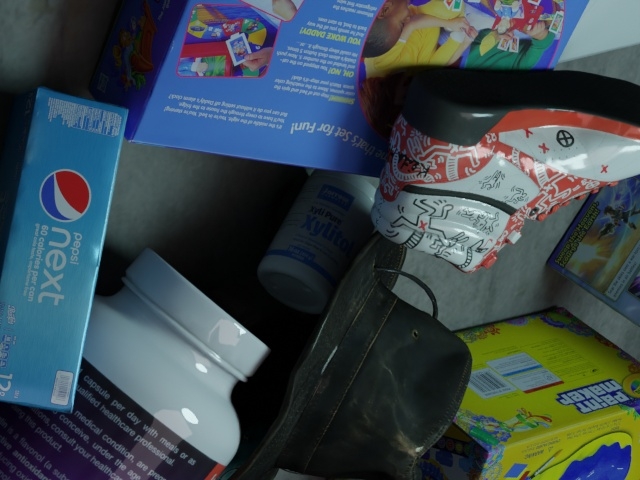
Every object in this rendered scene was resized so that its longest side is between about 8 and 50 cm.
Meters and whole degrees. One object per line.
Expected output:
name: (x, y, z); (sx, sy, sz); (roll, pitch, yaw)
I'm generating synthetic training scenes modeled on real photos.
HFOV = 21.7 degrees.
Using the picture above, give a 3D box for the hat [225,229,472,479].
hat: (0.043, 0.135, 1.377); (0.331, 0.134, 0.331); (-56, 173, -11)

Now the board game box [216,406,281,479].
board game box: (-0.121, 0.214, 1.469); (0.186, 0.026, 0.126); (-15, 128, -38)

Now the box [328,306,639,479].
box: (0.168, 0.246, 1.667); (0.290, 0.177, 0.279); (-10, 126, -41)

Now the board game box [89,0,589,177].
board game box: (0.031, -0.168, 1.232); (0.347, 0.078, 0.233); (7, 119, -38)

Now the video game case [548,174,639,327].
video game case: (0.392, -0.024, 1.633); (0.061, 0.244, 0.269); (24, 100, -52)

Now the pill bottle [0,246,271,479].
pill bottle: (-0.185, 0.168, 1.244); (0.323, 0.181, 0.181); (-50, 142, -3)

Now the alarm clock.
alarm clock: (-0.080, 0.110, 1.407); (0.192, 0.064, 0.129); (-37, 139, -15)

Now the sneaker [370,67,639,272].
sneaker: (0.163, -0.051, 1.296); (0.270, 0.090, 0.145); (1, 124, -31)

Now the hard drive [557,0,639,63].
hard drive: (0.297, -0.242, 1.430); (0.307, 0.040, 0.203); (-17, 154, -48)

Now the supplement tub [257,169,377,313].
supplement tub: (0.000, 0.000, 1.369); (0.107, 0.071, 0.071); (-62, 147, -26)

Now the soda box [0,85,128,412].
soda box: (-0.189, 0.007, 1.131); (0.067, 0.071, 0.210); (13, 84, -24)
